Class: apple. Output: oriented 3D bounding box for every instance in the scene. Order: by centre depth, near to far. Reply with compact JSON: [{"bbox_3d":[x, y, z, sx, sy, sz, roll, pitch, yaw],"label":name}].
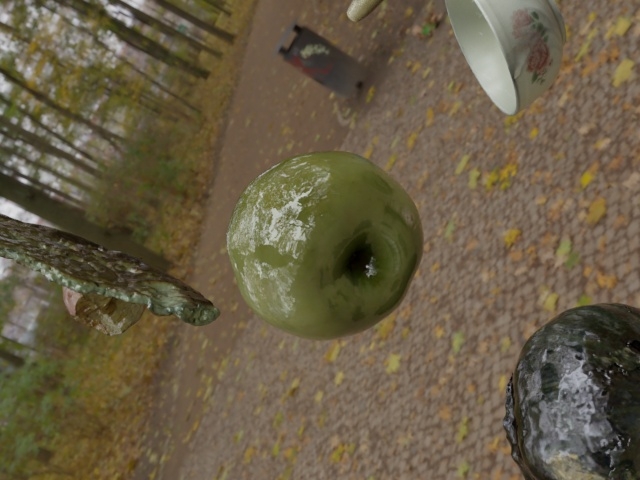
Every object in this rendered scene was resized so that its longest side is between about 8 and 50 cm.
[{"bbox_3d":[0.000,0.000,1.417,0.357,0.357,0.357,-55,17,27],"label":"apple"},{"bbox_3d":[-0.440,0.099,1.583,0.156,0.158,0.147,-29,36,12],"label":"apple"}]

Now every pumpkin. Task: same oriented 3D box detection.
[{"bbox_3d":[0.576,0.342,1.503,0.344,0.455,0.454,-39,29,61],"label":"pumpkin"}]

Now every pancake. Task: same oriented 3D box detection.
[{"bbox_3d":[-0.350,0.045,1.139,0.305,0.427,0.066,-111,41,-85],"label":"pancake"}]

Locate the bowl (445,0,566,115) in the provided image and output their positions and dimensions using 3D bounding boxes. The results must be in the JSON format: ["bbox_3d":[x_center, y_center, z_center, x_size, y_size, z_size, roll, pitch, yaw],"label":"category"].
[{"bbox_3d":[0.348,-0.377,1.416,0.145,0.277,0.277,-28,19,1],"label":"bowl"}]

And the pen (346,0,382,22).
[{"bbox_3d":[0.112,-0.335,0.865,0.233,0.032,0.040,-46,15,12],"label":"pen"}]

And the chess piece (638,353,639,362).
[{"bbox_3d":[0.624,0.192,1.142,0.261,0.143,0.142,-17,45,40],"label":"chess piece"}]
